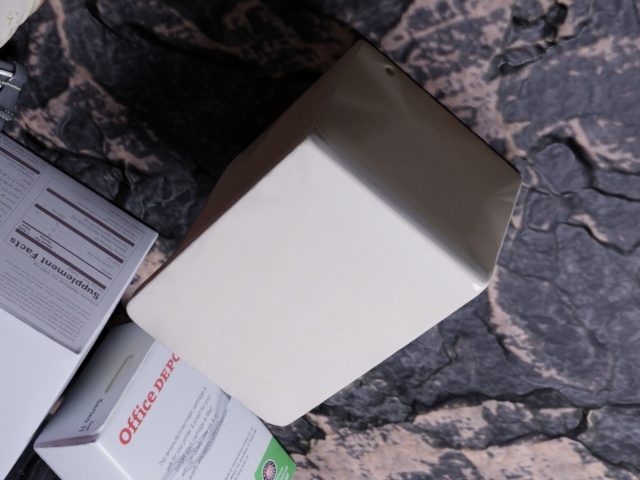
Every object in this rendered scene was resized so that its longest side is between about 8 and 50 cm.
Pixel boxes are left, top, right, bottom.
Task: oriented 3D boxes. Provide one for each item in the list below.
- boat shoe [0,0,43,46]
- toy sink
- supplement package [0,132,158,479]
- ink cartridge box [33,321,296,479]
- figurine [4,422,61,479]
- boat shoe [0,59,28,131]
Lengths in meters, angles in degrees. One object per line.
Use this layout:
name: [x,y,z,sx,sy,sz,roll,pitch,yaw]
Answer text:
boat shoe: [-0.330,-0.252,0.861,0.341,0.110,0.121,41,137,-14]
toy sink: [0.000,0.000,0.926,0.152,0.131,0.234,39,132,-12]
supplement package: [-0.292,0.055,1.121,0.204,0.145,0.262,33,138,-6]
ink cartridge box: [-0.131,0.189,1.165,0.086,0.153,0.208,-12,124,37]
figurine: [-0.261,0.313,1.311,0.214,0.209,0.092,27,138,1]
boat shoe: [-0.329,-0.153,1.003,0.233,0.084,0.079,29,101,8]
